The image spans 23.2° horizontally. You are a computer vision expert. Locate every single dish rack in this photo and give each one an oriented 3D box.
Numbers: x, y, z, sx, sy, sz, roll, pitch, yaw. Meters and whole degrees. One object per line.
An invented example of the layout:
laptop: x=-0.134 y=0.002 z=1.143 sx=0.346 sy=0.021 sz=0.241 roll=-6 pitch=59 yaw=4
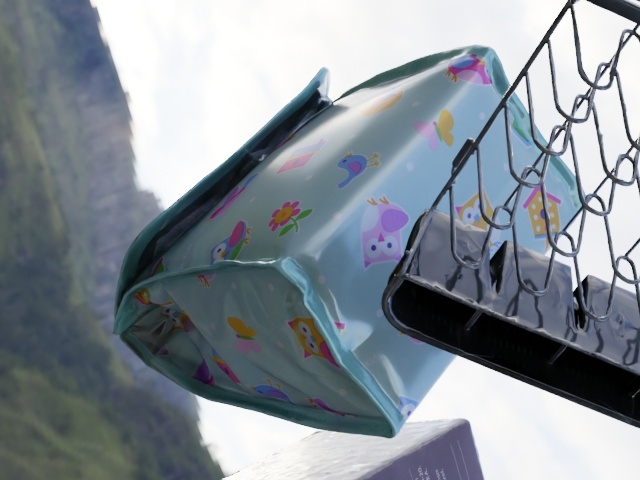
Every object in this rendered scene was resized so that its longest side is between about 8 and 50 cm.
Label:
dish rack: x=0.174 y=-0.028 z=0.757 sx=0.074 sy=0.208 sz=0.271 roll=-80 pitch=-164 yaw=-45

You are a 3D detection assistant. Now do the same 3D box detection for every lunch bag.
lunch bag: x=0.000 y=0.000 z=1.006 sx=0.262 sy=0.223 sz=0.160 roll=-3 pitch=-53 yaw=55

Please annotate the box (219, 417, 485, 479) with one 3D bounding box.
box: x=0.017 y=0.248 z=1.192 sx=0.168 sy=0.203 sz=0.167 roll=-11 pitch=-85 yaw=39
